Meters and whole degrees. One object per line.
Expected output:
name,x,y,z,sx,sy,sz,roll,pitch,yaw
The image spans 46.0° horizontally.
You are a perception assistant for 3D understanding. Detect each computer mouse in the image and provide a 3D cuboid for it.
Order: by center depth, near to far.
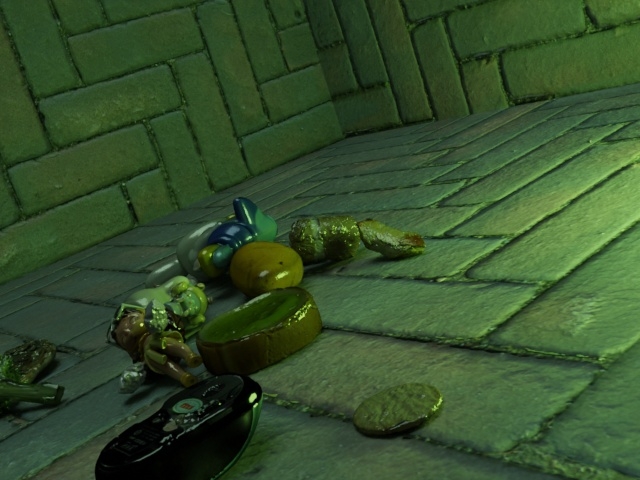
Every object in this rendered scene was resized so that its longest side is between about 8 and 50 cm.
computer mouse,-0.169,0.257,0.957,0.233,0.096,0.137,-31,13,-31

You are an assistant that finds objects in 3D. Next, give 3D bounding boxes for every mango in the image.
mango,-0.116,0.071,1.641,0.157,0.108,0.262,-11,18,-8

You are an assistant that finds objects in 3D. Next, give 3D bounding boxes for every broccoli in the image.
broccoli,-0.578,0.285,1.434,0.204,0.118,0.122,4,9,20

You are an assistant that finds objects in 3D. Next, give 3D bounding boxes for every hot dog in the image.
hot dog,0.152,0.006,1.631,0.169,0.061,0.078,22,42,30

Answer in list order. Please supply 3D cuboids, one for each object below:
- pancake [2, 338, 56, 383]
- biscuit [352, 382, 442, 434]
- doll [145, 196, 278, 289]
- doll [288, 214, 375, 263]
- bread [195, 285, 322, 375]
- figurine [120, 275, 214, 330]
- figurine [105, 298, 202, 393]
pancake,-0.709,0.297,1.637,0.283,0.049,0.282,-18,13,4
biscuit,0.097,0.211,0.953,0.120,0.015,0.120,-18,12,4
doll,-0.230,0.020,1.906,0.376,0.187,0.366,-55,20,-23
doll,0.033,-0.004,1.735,0.221,0.105,0.115,-2,-10,-21
bread,-0.109,0.158,1.341,0.236,0.070,0.236,-19,13,4
figurine,-0.302,0.132,1.601,0.155,0.127,0.235,-32,-1,37
figurine,-0.294,0.188,1.343,0.116,0.174,0.240,19,1,-33
